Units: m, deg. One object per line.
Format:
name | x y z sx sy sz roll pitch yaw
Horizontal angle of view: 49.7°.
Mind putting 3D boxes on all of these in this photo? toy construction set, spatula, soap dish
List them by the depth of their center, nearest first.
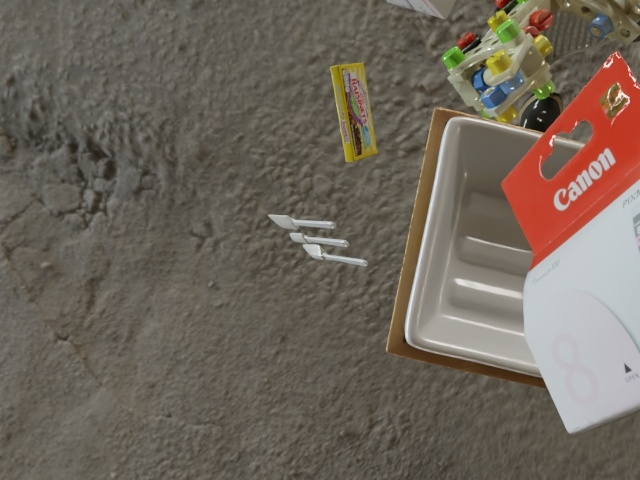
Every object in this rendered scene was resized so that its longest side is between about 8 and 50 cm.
soap dish | 0.210 0.013 0.809 0.229 0.118 0.291 13 81 -3
toy construction set | 0.318 -0.300 1.023 0.327 0.215 0.151 -32 105 -18
spatula | 0.000 0.000 1.518 0.242 0.168 0.019 6 53 55

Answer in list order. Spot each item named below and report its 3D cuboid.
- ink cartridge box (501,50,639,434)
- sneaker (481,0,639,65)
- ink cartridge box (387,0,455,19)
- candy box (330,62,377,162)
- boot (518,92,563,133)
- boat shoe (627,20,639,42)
ink cartridge box | 0.208 0.009 0.524 0.232 0.066 0.189 66 154 22
sneaker | 0.398 -0.376 1.186 0.321 0.127 0.126 -27 125 29
ink cartridge box | 0.225 -0.628 1.696 0.190 0.139 0.082 32 99 34
candy box | 0.075 -0.282 1.511 0.027 0.105 0.206 -2 104 34
boot | 0.375 -0.155 1.228 0.077 0.198 0.137 14 57 11
boat shoe | 0.625 -0.426 1.218 0.206 0.065 0.075 -33 91 26
